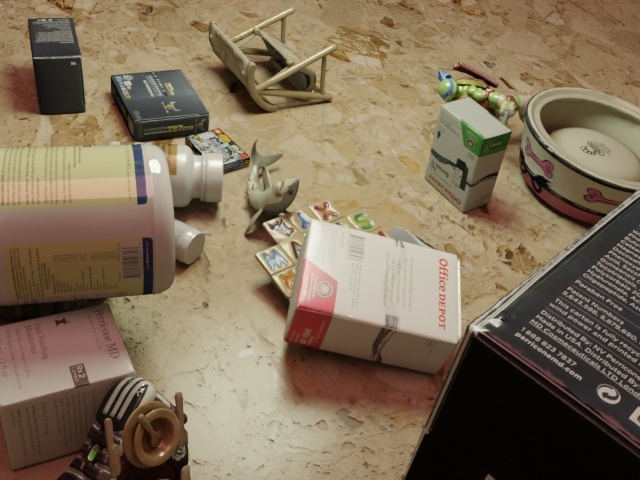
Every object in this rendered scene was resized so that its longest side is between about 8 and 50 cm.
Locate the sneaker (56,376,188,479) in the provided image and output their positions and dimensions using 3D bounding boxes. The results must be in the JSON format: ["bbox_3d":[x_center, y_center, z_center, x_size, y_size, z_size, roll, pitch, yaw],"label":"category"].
[{"bbox_3d":[-0.266,0.341,1.015,0.106,0.162,0.281,12,66,46],"label":"sneaker"}]

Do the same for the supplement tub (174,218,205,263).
[{"bbox_3d":[-0.285,-0.006,1.438,0.107,0.071,0.071,25,42,16],"label":"supplement tub"}]

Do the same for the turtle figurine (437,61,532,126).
[{"bbox_3d":[0.407,-0.297,1.867,0.266,0.198,0.274,0,49,-36],"label":"turtle figurine"}]

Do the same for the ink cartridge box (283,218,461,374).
[{"bbox_3d":[0.094,0.101,1.320,0.283,0.117,0.207,14,47,-6],"label":"ink cartridge box"}]

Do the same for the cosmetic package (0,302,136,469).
[{"bbox_3d":[-0.380,0.211,1.097,0.184,0.151,0.151,-13,45,-25],"label":"cosmetic package"}]

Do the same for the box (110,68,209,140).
[{"bbox_3d":[-0.392,-0.333,1.808,0.183,0.059,0.232,-10,44,-24],"label":"box"}]

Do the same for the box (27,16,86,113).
[{"bbox_3d":[-0.633,-0.422,1.789,0.108,0.153,0.207,-7,42,-19],"label":"box"}]

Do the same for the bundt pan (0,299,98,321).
[{"bbox_3d":[-0.504,0.020,1.319,0.331,0.124,0.331,7,40,-6],"label":"bundt pan"}]

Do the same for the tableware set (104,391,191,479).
[{"bbox_3d":[-0.210,0.309,0.980,0.039,0.194,0.128,1,9,39],"label":"tableware set"}]

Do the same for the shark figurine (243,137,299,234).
[{"bbox_3d":[-0.100,-0.096,1.589,0.116,0.166,0.278,22,15,-26],"label":"shark figurine"}]

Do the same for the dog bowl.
[{"bbox_3d":[0.662,-0.195,1.784,0.408,0.150,0.408,8,43,-8],"label":"dog bowl"}]

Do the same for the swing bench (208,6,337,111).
[{"bbox_3d":[-0.131,-0.471,1.954,0.255,0.165,0.253,-18,48,-22],"label":"swing bench"}]

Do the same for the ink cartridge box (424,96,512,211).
[{"bbox_3d":[0.328,-0.191,1.682,0.087,0.208,0.153,-19,47,-26],"label":"ink cartridge box"}]

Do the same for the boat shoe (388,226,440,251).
[{"bbox_3d":[0.200,0.018,1.539,0.142,0.049,0.040,35,13,29],"label":"boat shoe"}]

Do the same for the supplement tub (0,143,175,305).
[{"bbox_3d":[-0.392,-0.025,1.118,0.325,0.235,0.235,-3,42,-16],"label":"supplement tub"}]

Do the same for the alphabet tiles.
[{"bbox_3d":[0.051,0.060,1.428,0.285,0.011,0.342,-22,61,-33],"label":"alphabet tiles"}]

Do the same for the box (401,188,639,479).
[{"bbox_3d":[0.368,0.240,0.970,0.297,0.480,0.472,37,47,26],"label":"box"}]

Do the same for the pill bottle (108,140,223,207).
[{"bbox_3d":[-0.318,-0.134,1.534,0.229,0.131,0.131,2,41,-11],"label":"pill bottle"}]

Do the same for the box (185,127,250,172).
[{"bbox_3d":[-0.238,-0.206,1.716,0.094,0.027,0.137,-21,49,-34],"label":"box"}]
